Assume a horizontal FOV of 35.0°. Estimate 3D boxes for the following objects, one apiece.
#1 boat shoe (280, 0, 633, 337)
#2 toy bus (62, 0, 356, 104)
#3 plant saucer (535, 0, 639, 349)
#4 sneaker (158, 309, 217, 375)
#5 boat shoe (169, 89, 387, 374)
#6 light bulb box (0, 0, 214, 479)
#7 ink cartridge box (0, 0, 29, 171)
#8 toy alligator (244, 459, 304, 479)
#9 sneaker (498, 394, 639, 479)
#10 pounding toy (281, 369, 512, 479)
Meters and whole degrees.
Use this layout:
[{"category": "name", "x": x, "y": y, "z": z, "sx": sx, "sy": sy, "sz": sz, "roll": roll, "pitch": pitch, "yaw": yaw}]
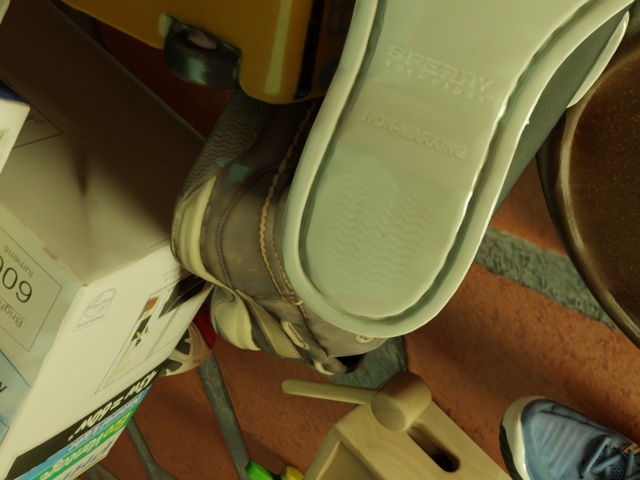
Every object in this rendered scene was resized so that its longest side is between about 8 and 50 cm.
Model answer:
[{"category": "boat shoe", "x": 0.069, "y": -0.101, "z": 0.407, "sx": 0.114, "sy": 0.091, "sz": 0.302, "roll": 32, "pitch": 118, "yaw": 1}, {"category": "toy bus", "x": -0.098, "y": -0.183, "z": 0.535, "sx": 0.333, "sy": 0.130, "sz": 0.108, "roll": 30, "pitch": 123, "yaw": 30}, {"category": "plant saucer", "x": 0.214, "y": -0.004, "z": 0.435, "sx": 0.311, "sy": 0.050, "sz": 0.310, "roll": 33, "pitch": 148, "yaw": 24}, {"category": "sneaker", "x": -0.227, "y": 0.048, "z": 1.034, "sx": 0.279, "sy": 0.107, "sz": 0.118, "roll": 35, "pitch": -169, "yaw": 14}, {"category": "boat shoe", "x": 0.000, "y": 0.000, "z": 0.648, "sx": 0.130, "sy": 0.132, "sz": 0.355, "roll": 23, "pitch": 165, "yaw": 9}, {"category": "light bulb box", "x": -0.299, "y": 0.007, "z": 0.836, "sx": 0.358, "sy": 0.225, "sz": 0.361, "roll": 42, "pitch": 123, "yaw": 12}, {"category": "ink cartridge box", "x": -0.322, "y": -0.118, "z": 0.631, "sx": 0.304, "sy": 0.072, "sz": 0.307, "roll": 42, "pitch": 117, "yaw": 13}, {"category": "toy alligator", "x": -0.005, "y": 0.306, "z": 1.122, "sx": 0.190, "sy": 0.056, "sz": 0.051, "roll": 38, "pitch": -168, "yaw": 16}, {"category": "sneaker", "x": 0.207, "y": 0.163, "z": 0.631, "sx": 0.211, "sy": 0.080, "sz": 0.081, "roll": 36, "pitch": 144, "yaw": 2}, {"category": "pounding toy", "x": 0.060, "y": 0.156, "z": 0.808, "sx": 0.181, "sy": 0.094, "sz": 0.206, "roll": 44, "pitch": 143, "yaw": 17}]
